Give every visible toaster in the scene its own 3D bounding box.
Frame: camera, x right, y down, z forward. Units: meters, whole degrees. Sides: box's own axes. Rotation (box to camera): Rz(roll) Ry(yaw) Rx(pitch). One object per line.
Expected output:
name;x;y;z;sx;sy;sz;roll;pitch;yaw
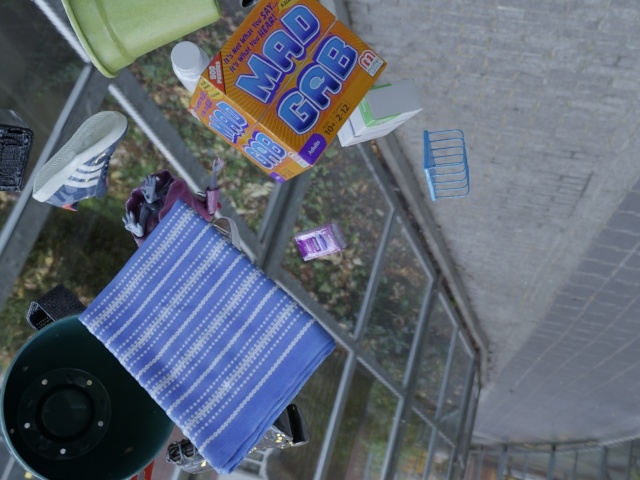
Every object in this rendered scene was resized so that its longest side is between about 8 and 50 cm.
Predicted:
toaster;-0.735;-0.205;1.368;0.168;0.186;0.110;-4;-143;-46

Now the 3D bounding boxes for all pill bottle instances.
pill bottle;-0.453;-0.617;2.224;0.131;0.131;0.229;16;177;2

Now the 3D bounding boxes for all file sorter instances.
file sorter;0.336;-0.201;1.661;0.104;0.118;0.170;-5;154;17

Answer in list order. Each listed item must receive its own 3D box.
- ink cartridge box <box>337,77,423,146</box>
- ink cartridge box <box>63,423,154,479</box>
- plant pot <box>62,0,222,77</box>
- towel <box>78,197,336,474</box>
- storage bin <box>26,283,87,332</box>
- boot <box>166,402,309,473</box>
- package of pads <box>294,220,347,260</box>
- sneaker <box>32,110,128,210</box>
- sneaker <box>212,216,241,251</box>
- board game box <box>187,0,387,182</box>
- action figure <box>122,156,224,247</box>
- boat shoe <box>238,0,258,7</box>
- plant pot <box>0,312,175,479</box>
ink cartridge box;0.188;-0.430;2.119;0.198;0.115;0.273;-18;178;-23
ink cartridge box;-0.533;0.568;1.584;0.232;0.189;0.066;22;116;-16
plant pot;-0.336;-0.487;1.212;0.253;0.276;0.276;-17;157;1
towel;-0.169;0.127;0.884;0.336;0.243;0.040;40;180;20
storage bin;-0.633;0.213;1.566;0.180;0.084;0.122;45;136;2
boot;-0.152;0.329;1.044;0.228;0.091;0.263;-20;145;6
package of pads;0.000;0.000;1.069;0.083;0.032;0.050;-16;103;36
sneaker;-0.585;-0.196;1.618;0.350;0.131;0.148;-31;138;26
sneaker;-0.250;0.076;1.718;0.105;0.290;0.123;8;-170;29
board game box;-0.106;-0.424;1.740;0.356;0.356;0.356;38;168;-13
action figure;-0.403;-0.099;1.908;0.248;0.276;0.370;-22;169;25
boat shoe;-0.138;-0.771;1.826;0.112;0.096;0.335;-4;-179;-40
plant pot;-0.440;0.301;1.139;0.292;0.293;0.235;26;147;-25
